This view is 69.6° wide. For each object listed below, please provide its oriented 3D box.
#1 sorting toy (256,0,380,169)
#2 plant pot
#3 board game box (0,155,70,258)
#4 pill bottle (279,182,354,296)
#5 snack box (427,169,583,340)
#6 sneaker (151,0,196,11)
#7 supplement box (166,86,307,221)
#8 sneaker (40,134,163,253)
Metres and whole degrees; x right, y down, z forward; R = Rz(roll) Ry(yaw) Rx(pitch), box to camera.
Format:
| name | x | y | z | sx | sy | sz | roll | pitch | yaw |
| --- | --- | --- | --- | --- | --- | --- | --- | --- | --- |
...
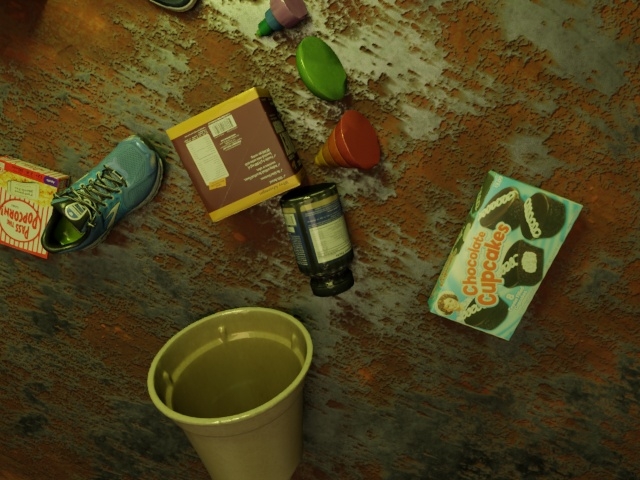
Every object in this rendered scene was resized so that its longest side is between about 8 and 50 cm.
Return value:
| name | x | y | z | sx | sy | sz | roll | pitch | yaw |
| --- | --- | --- | --- | --- | --- | --- | --- | --- | --- |
| sorting toy | -0.021 | -0.287 | 0.903 | 0.126 | 0.127 | 0.366 | -20 | 103 | 41 |
| plant pot | -0.166 | 0.367 | 1.004 | 0.333 | 0.334 | 0.306 | -3 | 118 | 6 |
| board game box | -0.654 | -0.073 | 1.029 | 0.146 | 0.045 | 0.194 | 18 | 107 | -1 |
| pill bottle | 0.000 | 0.000 | 0.958 | 0.122 | 0.123 | 0.219 | -13 | 106 | 8 |
| snack box | 0.378 | 0.036 | 0.971 | 0.187 | 0.060 | 0.322 | 20 | 107 | -1 |
| sneaker | -0.356 | -0.524 | 0.813 | 0.282 | 0.153 | 0.099 | 40 | 106 | -8 |
| supplement box | -0.157 | -0.171 | 0.915 | 0.191 | 0.129 | 0.194 | -22 | 104 | 10 |
| sneaker | -0.457 | -0.081 | 0.958 | 0.130 | 0.147 | 0.330 | 43 | 105 | -8 |
